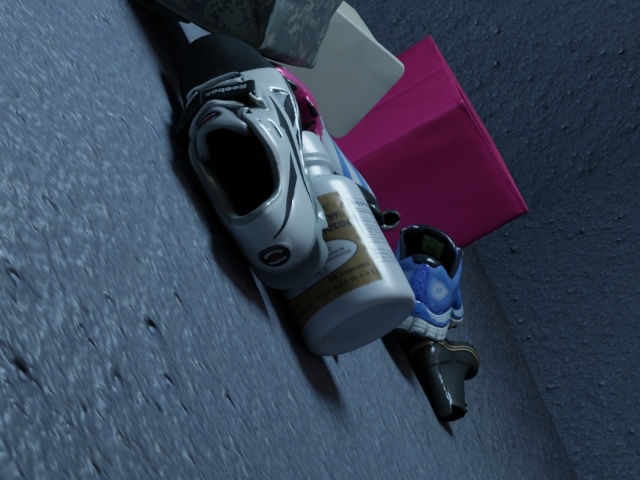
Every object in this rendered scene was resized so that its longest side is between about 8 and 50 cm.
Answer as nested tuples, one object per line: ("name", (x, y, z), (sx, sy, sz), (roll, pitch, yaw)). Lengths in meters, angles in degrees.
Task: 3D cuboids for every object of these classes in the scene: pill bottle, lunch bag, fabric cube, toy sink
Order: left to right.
("lunch bag", (-0.133, -0.338, 1.864), (0.287, 0.169, 0.235), (29, 7, 13))
("toy sink", (-0.017, -0.288, 2.237), (0.234, 0.153, 0.131), (34, 17, -33))
("pill bottle", (0.000, 0.000, 1.687), (0.229, 0.131, 0.131), (63, 10, 22))
("fabric cube", (0.151, -0.130, 2.522), (0.254, 0.258, 0.259), (56, 10, -31))

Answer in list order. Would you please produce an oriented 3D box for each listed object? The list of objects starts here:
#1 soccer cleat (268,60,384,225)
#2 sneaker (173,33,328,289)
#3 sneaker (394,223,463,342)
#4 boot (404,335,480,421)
("soccer cleat", (-0.039, -0.113, 1.974), (0.143, 0.116, 0.331), (43, -8, 50))
("sneaker", (-0.086, -0.118, 1.613), (0.146, 0.122, 0.331), (50, 13, -55))
("sneaker", (0.166, 0.051, 2.271), (0.129, 0.147, 0.330), (17, 8, 3))
("boot", (0.200, 0.222, 2.314), (0.198, 0.077, 0.137), (23, 41, -54))
